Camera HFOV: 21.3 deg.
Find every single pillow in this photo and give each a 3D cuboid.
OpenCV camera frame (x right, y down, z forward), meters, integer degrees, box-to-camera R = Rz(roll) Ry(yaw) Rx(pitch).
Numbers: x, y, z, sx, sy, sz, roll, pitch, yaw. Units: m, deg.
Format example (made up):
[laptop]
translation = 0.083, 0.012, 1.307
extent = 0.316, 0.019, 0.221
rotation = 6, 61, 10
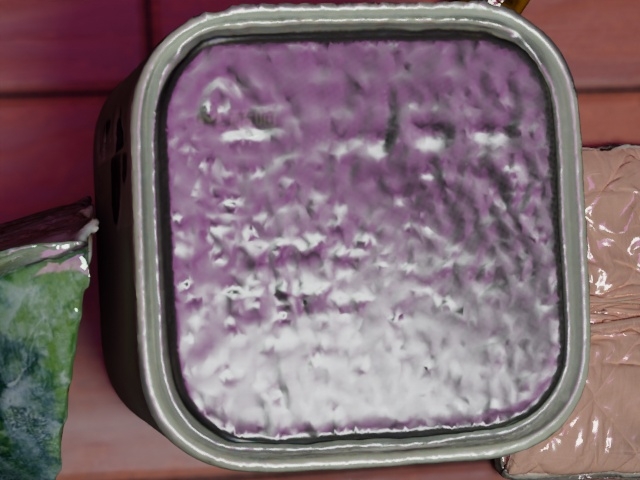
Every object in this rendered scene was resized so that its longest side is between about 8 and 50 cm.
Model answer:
[pillow]
translation = 0.179, 0.048, 1.152
extent = 0.126, 0.043, 0.233
rotation = 1, 86, -16

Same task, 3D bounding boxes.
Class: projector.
[projector]
translation = 0.000, 0.000, 1.010
extent = 0.248, 0.249, 0.249
rotation = -2, 89, -12

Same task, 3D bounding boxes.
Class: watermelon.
[watermelon]
translation = -0.201, 0.079, 1.005
extent = 0.193, 0.310, 0.232
rotation = -16, 54, -11

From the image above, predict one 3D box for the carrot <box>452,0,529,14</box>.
[carrot]
translation = 0.153, -0.242, 1.139
extent = 0.066, 0.066, 0.314
rotation = 26, 85, -9
